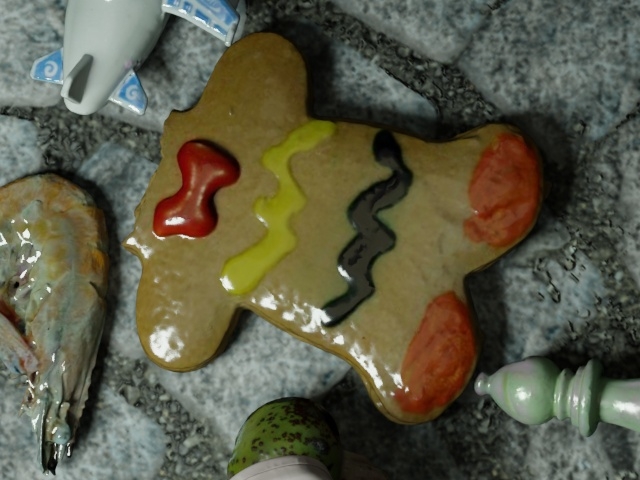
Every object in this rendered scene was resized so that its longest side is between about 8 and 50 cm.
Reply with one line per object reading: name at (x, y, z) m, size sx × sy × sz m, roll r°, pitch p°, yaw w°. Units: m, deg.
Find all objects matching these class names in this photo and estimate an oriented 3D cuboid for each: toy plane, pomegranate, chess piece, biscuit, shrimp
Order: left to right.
shrimp at (-0.304, 0.085, 1.831) m, size 0.164 × 0.062 × 0.316 m, roll 0°, pitch 82°, yaw 10°
toy plane at (-0.207, -0.256, 1.814) m, size 0.267 × 0.122 × 0.266 m, roll -1°, pitch 83°, yaw 5°
pomegranate at (-0.020, 0.231, 1.771) m, size 0.125 × 0.163 × 0.138 m, roll -11°, pitch 65°, yaw 43°
biscuit at (0.000, 0.000, 1.795) m, size 0.394 × 0.076 × 0.368 m, roll 22°, pitch 88°, yaw 7°
chess piece at (0.285, 0.156, 1.740) m, size 0.272 × 0.139 × 0.139 m, roll 7°, pitch 87°, yaw 18°

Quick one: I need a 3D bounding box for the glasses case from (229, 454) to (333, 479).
glasses case at (-0.025, 0.326, 1.699) m, size 0.113 × 0.075 × 0.297 m, roll -15°, pitch 126°, yaw -8°
